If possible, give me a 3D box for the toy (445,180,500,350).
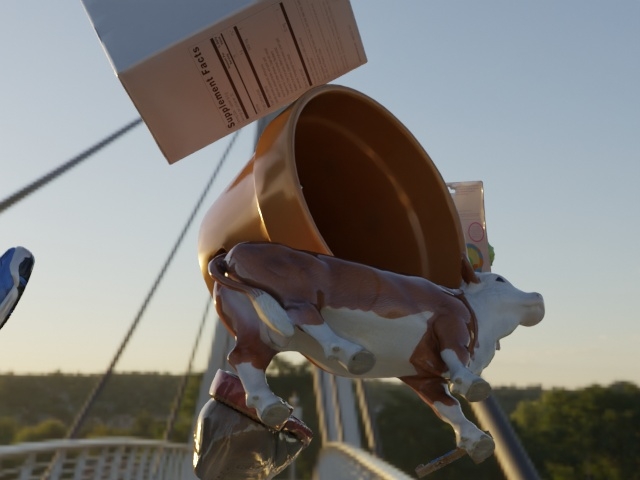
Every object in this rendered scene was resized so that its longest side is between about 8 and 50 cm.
[{"bbox_3d":[0.207,0.033,1.419,0.056,0.237,0.137,-7,4,-39],"label":"toy"}]

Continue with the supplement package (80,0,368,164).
[{"bbox_3d":[-0.120,-0.266,1.257,0.293,0.177,0.175,-28,-38,-3],"label":"supplement package"}]

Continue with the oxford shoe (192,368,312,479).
[{"bbox_3d":[-0.097,0.248,1.200,0.123,0.130,0.348,25,-14,15],"label":"oxford shoe"}]

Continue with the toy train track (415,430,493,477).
[{"bbox_3d":[0.132,0.210,0.984,0.083,0.048,0.014,-30,28,5],"label":"toy train track"}]

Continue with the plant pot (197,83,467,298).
[{"bbox_3d":[0.000,0.000,1.120,0.203,0.290,0.291,-31,-27,34],"label":"plant pot"}]

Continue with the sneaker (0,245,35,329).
[{"bbox_3d":[-0.355,0.078,0.926,0.081,0.211,0.080,46,1,-17],"label":"sneaker"}]

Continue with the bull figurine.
[{"bbox_3d":[0.058,0.078,0.819,0.311,0.101,0.188,9,28,-19],"label":"bull figurine"}]
